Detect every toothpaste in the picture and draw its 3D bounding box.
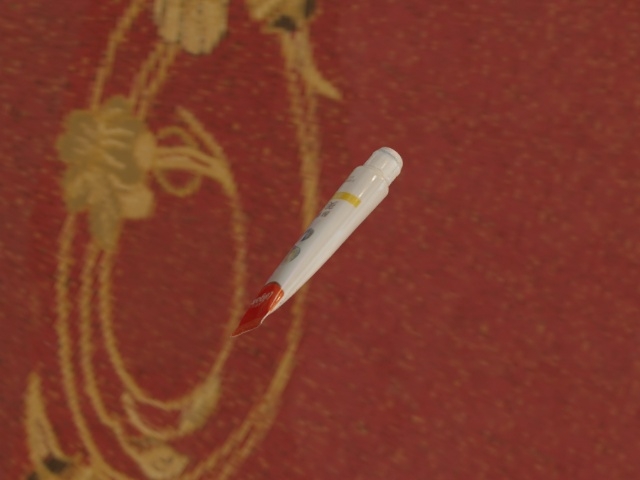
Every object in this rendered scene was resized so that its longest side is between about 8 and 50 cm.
[{"bbox_3d":[0.000,0.000,1.385,0.031,0.048,0.190,48,58,-12],"label":"toothpaste"}]
